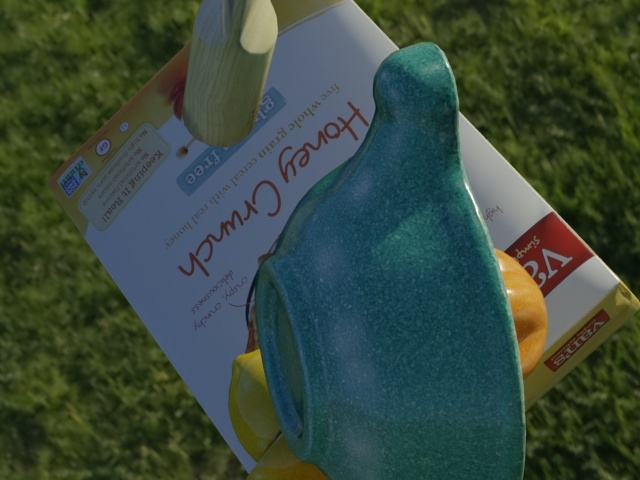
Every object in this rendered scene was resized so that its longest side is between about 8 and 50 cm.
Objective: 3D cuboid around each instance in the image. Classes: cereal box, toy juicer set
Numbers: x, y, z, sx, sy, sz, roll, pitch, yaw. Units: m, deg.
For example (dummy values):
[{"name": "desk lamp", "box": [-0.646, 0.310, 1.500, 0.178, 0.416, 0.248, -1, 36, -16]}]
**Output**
[{"name": "cereal box", "box": [0.000, 0.000, 0.640, 0.173, 0.047, 0.240, -44, 60, 6]}, {"name": "toy juicer set", "box": [0.020, 0.030, 0.490, 0.089, 0.329, 0.209, -11, 1, -13]}]
